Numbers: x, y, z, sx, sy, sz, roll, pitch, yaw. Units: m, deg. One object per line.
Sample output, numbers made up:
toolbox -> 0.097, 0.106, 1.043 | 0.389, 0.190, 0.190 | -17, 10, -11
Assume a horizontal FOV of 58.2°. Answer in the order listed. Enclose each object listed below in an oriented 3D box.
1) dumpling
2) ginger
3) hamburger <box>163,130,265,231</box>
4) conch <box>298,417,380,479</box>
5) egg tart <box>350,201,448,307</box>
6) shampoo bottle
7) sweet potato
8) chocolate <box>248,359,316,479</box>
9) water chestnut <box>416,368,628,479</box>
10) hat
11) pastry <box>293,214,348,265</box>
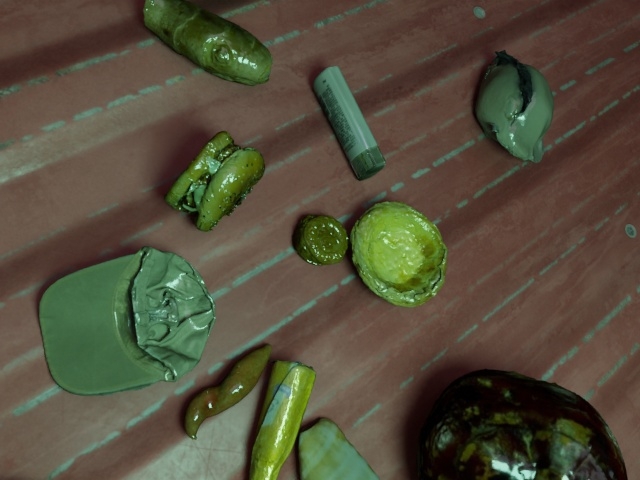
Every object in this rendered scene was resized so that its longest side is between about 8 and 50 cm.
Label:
dumpling -> 0.468, -0.310, 1.316 | 0.205, 0.163, 0.292 | 15, 57, -11
ginger -> -0.212, -0.385, 1.108 | 0.263, 0.109, 0.116 | 29, 68, -9
hamburger -> -0.182, -0.094, 0.998 | 0.113, 0.177, 0.185 | 42, 36, -11
conch -> 0.043, 0.423, 0.934 | 0.158, 0.127, 0.255 | -22, 81, -25
egg tart -> 0.149, 0.031, 1.121 | 0.213, 0.090, 0.212 | 7, 68, -19
shampoo bottle -> 0.057, -0.238, 1.174 | 0.056, 0.086, 0.227 | -22, 81, -24
sweet potato -> -0.148, 0.244, 0.959 | 0.202, 0.058, 0.055 | -39, 87, -29
chocolate -> -0.068, 0.313, 0.957 | 0.086, 0.086, 0.219 | 20, 69, -14
water chestnut -> 0.337, 0.380, 0.983 | 0.335, 0.335, 0.347 | 65, 23, 7
hat -> -0.307, 0.129, 0.934 | 0.245, 0.149, 0.214 | -12, 85, 13
pastry -> 0.000, 0.000, 1.095 | 0.097, 0.057, 0.109 | -34, 89, -32
